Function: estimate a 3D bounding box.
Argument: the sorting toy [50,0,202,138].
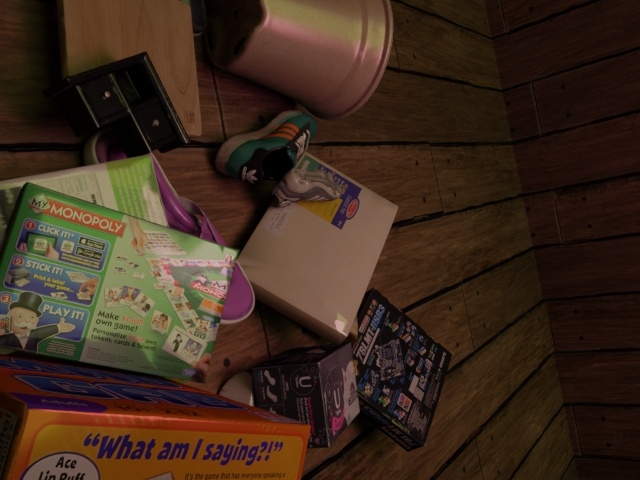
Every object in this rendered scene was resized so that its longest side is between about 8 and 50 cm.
[{"bbox_3d":[-0.344,-0.314,1.016,0.255,0.089,0.257,1,81,-52],"label":"sorting toy"}]

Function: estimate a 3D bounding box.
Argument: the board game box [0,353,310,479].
[{"bbox_3d":[-0.286,0.339,0.663,0.356,0.356,0.357,24,74,-47],"label":"board game box"}]

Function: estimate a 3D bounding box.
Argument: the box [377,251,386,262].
[{"bbox_3d":[0.053,0.000,1.427,0.201,0.021,0.164,-6,47,-51],"label":"box"}]

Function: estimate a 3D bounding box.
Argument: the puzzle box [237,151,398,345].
[{"bbox_3d":[0.000,0.000,1.292,0.272,0.052,0.409,31,49,-4],"label":"puzzle box"}]

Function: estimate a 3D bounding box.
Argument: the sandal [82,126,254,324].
[{"bbox_3d":[-0.247,-0.019,1.007,0.416,0.102,0.169,52,42,-15],"label":"sandal"}]

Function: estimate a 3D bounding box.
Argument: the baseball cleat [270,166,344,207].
[{"bbox_3d":[-0.036,-0.112,1.273,0.206,0.109,0.072,11,54,-58],"label":"baseball cleat"}]

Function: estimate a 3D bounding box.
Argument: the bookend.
[{"bbox_3d":[-0.308,-0.189,0.899,0.157,0.072,0.156,-42,115,-47],"label":"bookend"}]

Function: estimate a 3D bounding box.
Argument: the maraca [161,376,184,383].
[{"bbox_3d":[-0.266,0.159,0.999,0.127,0.099,0.186,57,13,-59],"label":"maraca"}]

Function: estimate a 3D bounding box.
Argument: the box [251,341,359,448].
[{"bbox_3d":[-0.019,0.308,1.181,0.247,0.142,0.164,4,78,-72],"label":"box"}]

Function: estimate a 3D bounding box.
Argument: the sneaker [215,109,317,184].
[{"bbox_3d":[-0.084,-0.193,1.270,0.302,0.121,0.108,-37,151,-44],"label":"sneaker"}]

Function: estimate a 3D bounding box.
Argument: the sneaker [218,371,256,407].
[{"bbox_3d":[-0.156,0.363,1.119,0.094,0.080,0.212,40,57,-56],"label":"sneaker"}]

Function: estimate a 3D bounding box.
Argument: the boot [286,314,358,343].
[{"bbox_3d":[-0.003,0.100,1.355,0.262,0.095,0.204,36,44,-24],"label":"boot"}]

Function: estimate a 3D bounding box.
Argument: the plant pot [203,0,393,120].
[{"bbox_3d":[-0.067,-0.449,1.254,0.305,0.333,0.334,2,80,-41],"label":"plant pot"}]

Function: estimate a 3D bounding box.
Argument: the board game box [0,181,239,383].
[{"bbox_3d":[-0.287,0.071,0.831,0.317,0.046,0.214,20,77,-32],"label":"board game box"}]

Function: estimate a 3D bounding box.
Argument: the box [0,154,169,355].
[{"bbox_3d":[-0.374,0.019,0.839,0.321,0.058,0.232,-16,97,-31],"label":"box"}]

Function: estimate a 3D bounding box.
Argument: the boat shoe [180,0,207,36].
[{"bbox_3d":[-0.279,-0.542,1.163,0.095,0.079,0.255,-27,103,-52],"label":"boat shoe"}]

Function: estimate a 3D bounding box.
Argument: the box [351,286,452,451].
[{"bbox_3d":[0.174,0.316,1.462,0.293,0.073,0.296,39,47,-8],"label":"box"}]
